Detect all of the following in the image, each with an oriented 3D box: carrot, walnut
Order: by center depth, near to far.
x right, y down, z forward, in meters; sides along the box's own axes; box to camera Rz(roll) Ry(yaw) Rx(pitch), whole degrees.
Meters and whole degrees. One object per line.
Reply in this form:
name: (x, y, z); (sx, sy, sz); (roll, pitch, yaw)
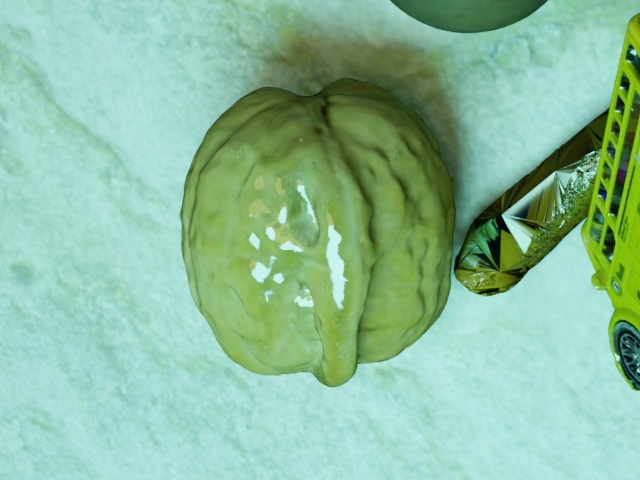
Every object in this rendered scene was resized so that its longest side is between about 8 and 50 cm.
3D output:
walnut: (0.000, 0.000, 1.478); (0.224, 0.257, 0.257); (-8, 105, -12)
carrot: (0.200, -0.040, 1.479); (0.229, 0.069, 0.069); (-43, 89, 23)

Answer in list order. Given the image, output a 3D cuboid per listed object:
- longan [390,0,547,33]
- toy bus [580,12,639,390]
longan: (0.098, -0.248, 1.380); (0.204, 0.185, 0.159); (30, 118, -15)
toy bus: (0.287, -0.032, 1.361); (0.151, 0.145, 0.331); (56, 159, 33)
